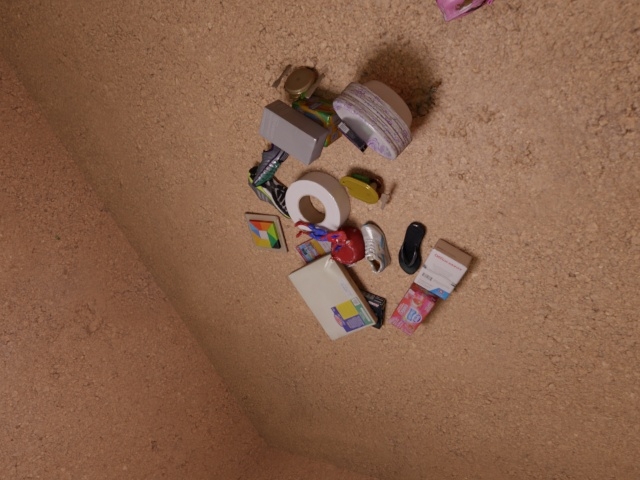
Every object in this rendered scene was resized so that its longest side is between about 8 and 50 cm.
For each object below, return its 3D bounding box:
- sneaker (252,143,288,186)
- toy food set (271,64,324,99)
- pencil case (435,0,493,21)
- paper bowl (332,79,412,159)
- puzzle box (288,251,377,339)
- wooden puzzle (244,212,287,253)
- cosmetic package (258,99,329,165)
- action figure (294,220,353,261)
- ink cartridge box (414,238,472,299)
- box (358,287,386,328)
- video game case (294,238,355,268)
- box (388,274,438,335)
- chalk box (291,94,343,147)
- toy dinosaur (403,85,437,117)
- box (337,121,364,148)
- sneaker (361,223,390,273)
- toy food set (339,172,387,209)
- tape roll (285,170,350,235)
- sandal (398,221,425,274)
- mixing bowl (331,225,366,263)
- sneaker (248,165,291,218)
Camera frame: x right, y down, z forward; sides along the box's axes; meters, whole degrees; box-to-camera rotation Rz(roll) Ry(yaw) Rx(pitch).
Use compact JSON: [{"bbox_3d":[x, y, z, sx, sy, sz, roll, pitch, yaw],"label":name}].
[{"bbox_3d":[-0.240,-0.342,1.820,0.224,0.083,0.098,-45,77,14],"label":"sneaker"},{"bbox_3d":[-0.078,-0.586,1.527,0.192,0.132,0.038,29,169,31],"label":"toy food set"},{"bbox_3d":[0.326,-0.773,1.047,0.160,0.167,0.386,-26,106,12],"label":"pencil case"},{"bbox_3d":[0.190,-0.413,1.361,0.284,0.284,0.148,43,93,3],"label":"paper bowl"},{"bbox_3d":[0.059,0.276,1.981,0.272,0.052,0.409,-28,101,29],"label":"puzzle box"},{"bbox_3d":[-0.291,-0.035,2.143,0.238,0.044,0.221,9,126,33],"label":"wooden puzzle"},{"bbox_3d":[-0.100,-0.396,1.499,0.238,0.107,0.127,34,136,8],"label":"cosmetic package"},{"bbox_3d":[0.000,0.000,1.742,0.280,0.139,0.091,12,129,26],"label":"action figure"},{"bbox_3d":[0.487,0.116,1.632,0.148,0.086,0.203,31,134,14],"label":"ink cartridge box"},{"bbox_3d":[0.211,0.327,2.025,0.220,0.051,0.175,20,130,25],"label":"box"},{"bbox_3d":[0.020,0.071,1.999,0.285,0.025,0.204,-26,104,45],"label":"video game case"},{"bbox_3d":[0.414,0.281,1.781,0.122,0.128,0.257,33,135,14],"label":"box"},{"bbox_3d":[-0.030,-0.468,1.559,0.213,0.132,0.132,25,134,19],"label":"chalk box"},{"bbox_3d":[0.320,-0.461,1.370,0.183,0.053,0.093,-5,100,43],"label":"toy dinosaur"},{"bbox_3d":[0.118,-0.378,1.504,0.116,0.162,0.029,44,100,2],"label":"box"},{"bbox_3d":[0.232,0.034,1.761,0.087,0.092,0.229,-8,115,42],"label":"sneaker"},{"bbox_3d":[0.186,-0.215,1.638,0.218,0.071,0.128,28,158,21],"label":"toy food set"},{"bbox_3d":[-0.014,-0.155,1.803,0.286,0.100,0.286,19,131,24],"label":"tape roll"},{"bbox_3d":[0.368,0.040,1.688,0.097,0.054,0.254,19,130,26],"label":"sandal"},{"bbox_3d":[0.117,0.037,1.824,0.181,0.098,0.181,11,120,20],"label":"mixing bowl"},{"bbox_3d":[-0.227,-0.217,1.934,0.300,0.111,0.121,47,153,0],"label":"sneaker"}]
